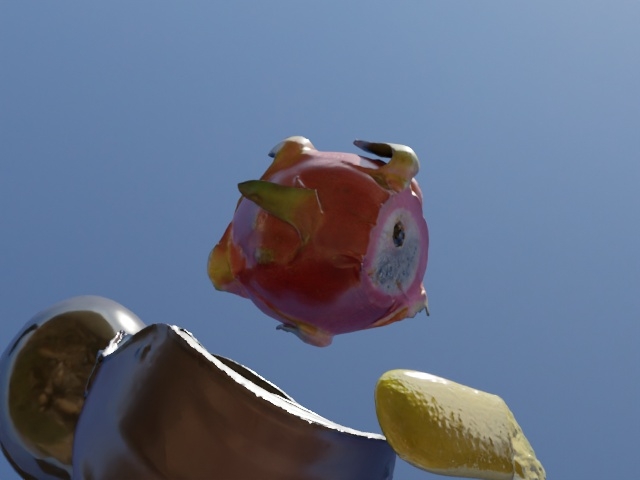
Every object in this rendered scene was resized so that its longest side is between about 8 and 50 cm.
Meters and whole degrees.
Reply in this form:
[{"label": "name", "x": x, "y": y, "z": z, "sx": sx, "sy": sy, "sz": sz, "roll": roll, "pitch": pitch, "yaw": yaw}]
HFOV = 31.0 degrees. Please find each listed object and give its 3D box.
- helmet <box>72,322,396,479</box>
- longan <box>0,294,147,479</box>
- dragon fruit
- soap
[{"label": "helmet", "x": -0.090, "y": 0.210, "z": 0.962, "sx": 0.271, "sy": 0.338, "sz": 0.197, "roll": 28, "pitch": -108, "yaw": -10}, {"label": "longan", "x": -0.241, "y": 0.161, "z": 1.165, "sx": 0.198, "sy": 0.198, "sz": 0.213, "roll": 8, "pitch": -92, "yaw": 13}, {"label": "dragon fruit", "x": 0.003, "y": -0.001, "z": 1.221, "sx": 0.227, "sy": 0.224, "sz": 0.224, "roll": 16, "pitch": -112, "yaw": 34}, {"label": "soap", "x": 0.113, "y": 0.146, "z": 0.892, "sx": 0.168, "sy": 0.033, "sz": 0.089, "roll": 15, "pitch": -132, "yaw": -29}]
